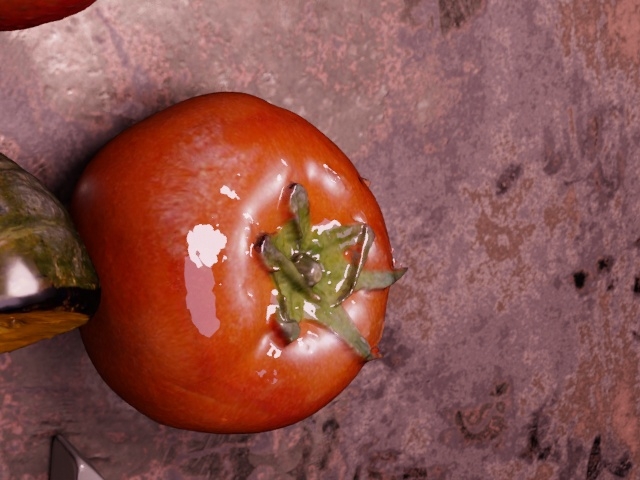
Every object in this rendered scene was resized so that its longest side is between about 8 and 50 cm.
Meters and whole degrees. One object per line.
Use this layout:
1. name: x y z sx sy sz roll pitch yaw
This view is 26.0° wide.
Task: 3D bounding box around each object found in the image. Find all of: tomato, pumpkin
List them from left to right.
1. pumpkin: -0.374 0.011 1.290 0.325 0.242 0.232 -13 74 2
2. tomato: -0.096 0.019 1.408 0.341 0.273 0.341 -5 97 -43

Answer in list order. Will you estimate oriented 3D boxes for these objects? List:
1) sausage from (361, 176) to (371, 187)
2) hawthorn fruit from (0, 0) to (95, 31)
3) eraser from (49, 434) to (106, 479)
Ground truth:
1. sausage: 0.000 0.000 1.569 0.065 0.065 0.169 20 97 -32
2. hawthorn fruit: -0.263 -0.306 1.174 0.265 0.307 0.265 -7 104 -28
3. eraser: -0.272 0.386 1.549 0.061 0.089 0.352 -3 109 -31
